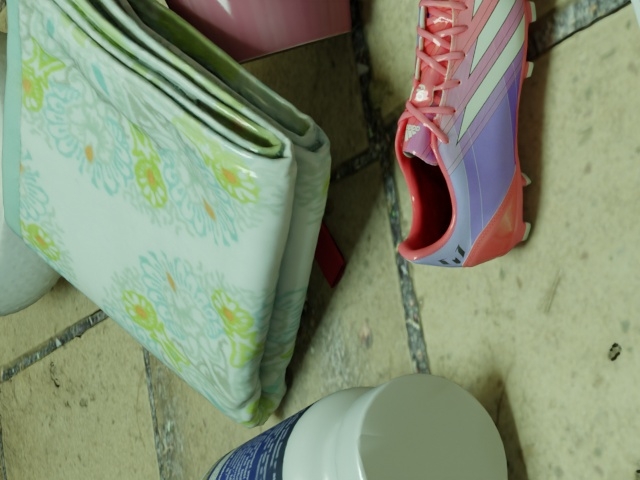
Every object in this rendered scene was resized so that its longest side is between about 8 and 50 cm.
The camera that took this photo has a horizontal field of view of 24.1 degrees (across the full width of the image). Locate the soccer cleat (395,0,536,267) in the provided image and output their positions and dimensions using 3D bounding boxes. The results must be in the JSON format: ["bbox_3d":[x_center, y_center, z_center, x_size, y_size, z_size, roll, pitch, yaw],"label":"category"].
[{"bbox_3d":[0.092,-0.103,1.028,0.083,0.095,0.248,11,107,56],"label":"soccer cleat"}]

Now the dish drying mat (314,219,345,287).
[{"bbox_3d":[0.000,0.000,1.285,0.083,0.008,0.032,61,140,36],"label":"dish drying mat"}]

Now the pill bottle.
[{"bbox_3d":[0.017,0.197,1.127,0.265,0.153,0.153,-38,59,53],"label":"pill bottle"}]

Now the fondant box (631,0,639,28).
[{"bbox_3d":[0.226,-0.230,0.678,0.096,0.238,0.330,-37,60,55],"label":"fondant box"}]

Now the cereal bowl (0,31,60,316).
[{"bbox_3d":[-0.359,-0.077,1.748,0.339,0.141,0.338,4,95,58],"label":"cereal bowl"}]

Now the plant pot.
[{"bbox_3d":[-0.059,-0.239,1.215,0.201,0.201,0.180,-7,101,59],"label":"plant pot"}]

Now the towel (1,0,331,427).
[{"bbox_3d":[-0.144,-0.040,1.268,0.320,0.090,0.374,41,146,22],"label":"towel"}]
